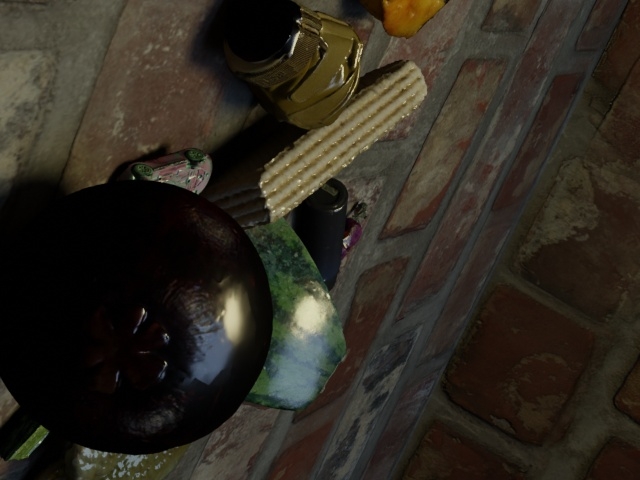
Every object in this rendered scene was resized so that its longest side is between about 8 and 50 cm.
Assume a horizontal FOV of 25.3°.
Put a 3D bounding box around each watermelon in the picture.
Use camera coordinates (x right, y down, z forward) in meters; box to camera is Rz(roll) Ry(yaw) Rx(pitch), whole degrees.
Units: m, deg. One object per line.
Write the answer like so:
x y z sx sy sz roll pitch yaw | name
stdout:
-0.090 0.086 2.043 0.250 0.283 0.292 -49 -169 13 | watermelon

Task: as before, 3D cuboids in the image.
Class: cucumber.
-0.330 0.197 1.789 0.220 0.046 0.070 -49 162 -27 | cucumber

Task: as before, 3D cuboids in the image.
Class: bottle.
0.000 0.000 2.325 0.082 0.072 0.244 -37 154 -25 | bottle

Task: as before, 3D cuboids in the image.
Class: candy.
0.034 0.004 2.478 0.175 0.045 0.043 -51 127 -21 | candy

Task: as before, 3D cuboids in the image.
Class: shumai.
-0.270 0.239 1.881 0.201 0.120 0.201 -24 131 -31 | shumai

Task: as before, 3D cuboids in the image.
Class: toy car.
-0.193 -0.073 1.718 0.142 0.055 0.069 -20 138 -43 | toy car

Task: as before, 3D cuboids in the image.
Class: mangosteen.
-0.207 0.074 1.571 0.307 0.307 0.347 -63 -170 9 | mangosteen

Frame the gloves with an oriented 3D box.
-0.021 -0.221 1.811 0.154 0.141 0.331 -62 162 2 | gloves

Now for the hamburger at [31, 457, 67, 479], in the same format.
-0.350 0.349 1.912 0.141 0.081 0.126 -46 159 -5 | hamburger

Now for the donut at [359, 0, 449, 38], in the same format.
0.145 -0.408 2.009 0.253 0.118 0.253 -54 162 -26 | donut

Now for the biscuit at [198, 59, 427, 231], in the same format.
-0.007 -0.136 1.998 0.144 0.078 0.426 -15 -163 43 | biscuit
